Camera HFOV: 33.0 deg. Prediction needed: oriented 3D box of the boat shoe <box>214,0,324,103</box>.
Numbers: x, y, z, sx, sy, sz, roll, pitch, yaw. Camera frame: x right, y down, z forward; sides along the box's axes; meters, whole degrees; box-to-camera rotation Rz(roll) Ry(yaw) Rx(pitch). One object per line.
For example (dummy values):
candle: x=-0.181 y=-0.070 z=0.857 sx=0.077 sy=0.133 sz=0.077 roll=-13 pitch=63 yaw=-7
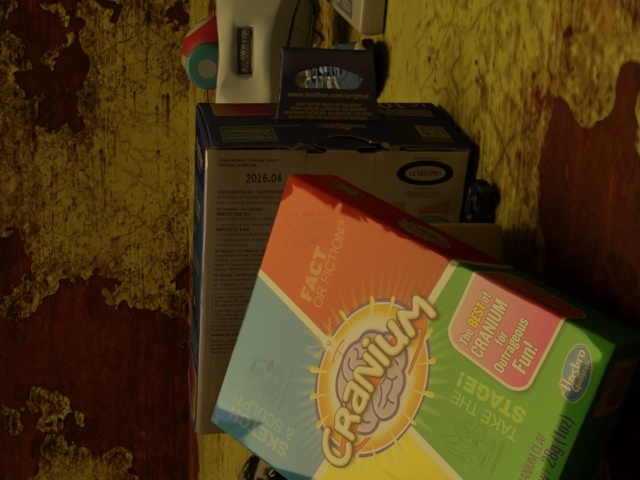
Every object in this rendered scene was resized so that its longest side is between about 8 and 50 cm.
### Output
boat shoe: x=-0.058 y=-0.304 z=1.559 sx=0.156 sy=0.136 sz=0.367 roll=-3 pitch=-83 yaw=-64

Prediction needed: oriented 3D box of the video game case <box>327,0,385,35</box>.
video game case: x=0.038 y=-0.461 z=1.442 sx=0.329 sy=0.036 sz=0.299 roll=-117 pitch=29 yaw=-62

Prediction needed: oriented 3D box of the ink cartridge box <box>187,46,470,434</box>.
ink cartridge box: x=0.000 y=0.000 z=1.148 sx=0.151 sy=0.270 sz=0.395 roll=-113 pitch=25 yaw=-61

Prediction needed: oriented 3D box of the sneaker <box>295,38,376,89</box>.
sneaker: x=0.023 y=-0.219 z=1.435 sx=0.211 sy=0.081 sz=0.080 roll=167 pitch=102 yaw=-77

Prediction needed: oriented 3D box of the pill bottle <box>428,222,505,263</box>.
pill bottle: x=0.101 y=0.129 z=0.978 sx=0.161 sy=0.161 sz=0.283 roll=171 pitch=98 yaw=-77

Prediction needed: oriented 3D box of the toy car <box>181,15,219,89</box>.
toy car: x=-0.102 y=-0.361 z=1.743 sx=0.219 sy=0.210 sz=0.237 roll=-96 pitch=21 yaw=-73

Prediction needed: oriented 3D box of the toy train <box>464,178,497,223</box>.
toy train: x=0.144 y=0.007 z=1.070 sx=0.036 sy=0.027 sz=0.158 roll=-103 pitch=18 yaw=-52

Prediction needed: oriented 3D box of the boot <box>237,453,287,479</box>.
boot: x=-0.066 y=0.394 z=1.798 sx=0.178 sy=0.085 sz=0.236 roll=-66 pitch=24 yaw=21

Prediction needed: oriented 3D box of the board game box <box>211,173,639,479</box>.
board game box: x=0.068 y=0.115 z=0.857 sx=0.317 sy=0.064 sz=0.242 roll=29 pitch=108 yaw=36
